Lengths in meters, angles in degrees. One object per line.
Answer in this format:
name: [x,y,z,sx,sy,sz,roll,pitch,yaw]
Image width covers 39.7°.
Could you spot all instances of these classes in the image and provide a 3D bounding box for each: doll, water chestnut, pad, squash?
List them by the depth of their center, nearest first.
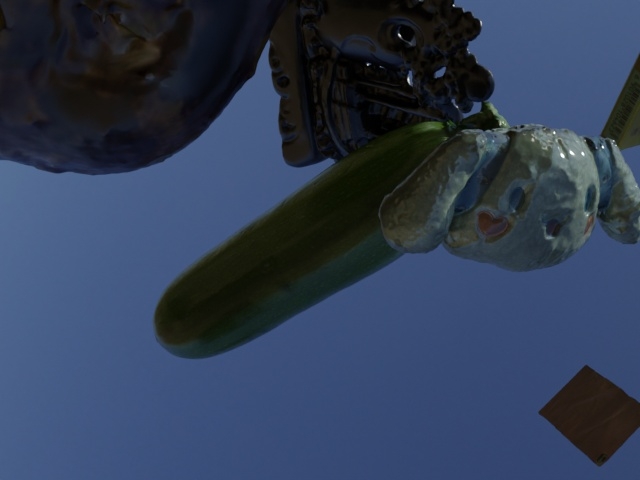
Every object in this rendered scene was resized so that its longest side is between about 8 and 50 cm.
water chestnut: [-0.158,-0.209,0.533,0.335,0.335,0.347,-63,-165,-4]
doll: [0.135,-0.028,0.594,0.071,0.214,0.104,-139,-126,-58]
squash: [0.000,0.000,0.772,0.378,0.101,0.101,-35,-139,22]
pad: [0.417,0.264,1.357,0.113,0.006,0.188,-46,-160,0]

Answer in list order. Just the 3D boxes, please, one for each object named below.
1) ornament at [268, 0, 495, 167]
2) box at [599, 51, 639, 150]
ornament: [0.068,-0.148,0.840,0.260,0.251,0.106,27,-131,37]
box: [0.442,-0.236,1.048,0.041,0.153,0.279,53,-35,35]
